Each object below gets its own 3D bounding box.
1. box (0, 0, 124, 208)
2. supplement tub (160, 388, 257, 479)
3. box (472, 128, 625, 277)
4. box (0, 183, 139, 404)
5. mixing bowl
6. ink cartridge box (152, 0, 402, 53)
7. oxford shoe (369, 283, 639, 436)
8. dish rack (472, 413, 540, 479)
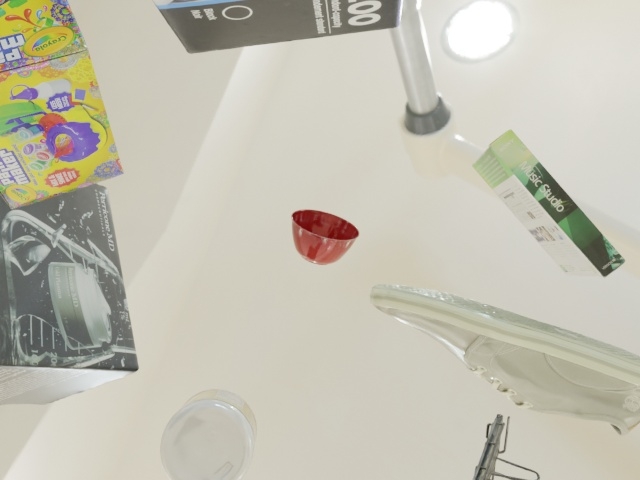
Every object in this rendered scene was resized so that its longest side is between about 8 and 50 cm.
[{"bbox_3d":[-0.419,-0.245,0.833,0.177,0.290,0.279,-21,-108,-17],"label":"box"},{"bbox_3d":[-0.283,0.515,1.601,0.229,0.316,0.228,1,-97,-5],"label":"supplement tub"},{"bbox_3d":[0.442,-0.066,1.221,0.058,0.232,0.322,-41,-95,3],"label":"box"},{"bbox_3d":[-0.664,0.075,1.252,0.298,0.472,0.479,-20,-108,12],"label":"box"},{"bbox_3d":[0.000,0.000,1.568,0.181,0.182,0.098,36,-61,38],"label":"mixing bowl"},{"bbox_3d":[-0.001,-0.172,0.329,0.209,0.206,0.045,-9,-96,3],"label":"ink cartridge box"},{"bbox_3d":[0.280,0.172,0.904,0.450,0.169,0.130,20,-83,6],"label":"oxford shoe"},{"bbox_3d":[0.186,0.335,0.651,0.074,0.271,0.208,9,-153,24],"label":"dish rack"}]
